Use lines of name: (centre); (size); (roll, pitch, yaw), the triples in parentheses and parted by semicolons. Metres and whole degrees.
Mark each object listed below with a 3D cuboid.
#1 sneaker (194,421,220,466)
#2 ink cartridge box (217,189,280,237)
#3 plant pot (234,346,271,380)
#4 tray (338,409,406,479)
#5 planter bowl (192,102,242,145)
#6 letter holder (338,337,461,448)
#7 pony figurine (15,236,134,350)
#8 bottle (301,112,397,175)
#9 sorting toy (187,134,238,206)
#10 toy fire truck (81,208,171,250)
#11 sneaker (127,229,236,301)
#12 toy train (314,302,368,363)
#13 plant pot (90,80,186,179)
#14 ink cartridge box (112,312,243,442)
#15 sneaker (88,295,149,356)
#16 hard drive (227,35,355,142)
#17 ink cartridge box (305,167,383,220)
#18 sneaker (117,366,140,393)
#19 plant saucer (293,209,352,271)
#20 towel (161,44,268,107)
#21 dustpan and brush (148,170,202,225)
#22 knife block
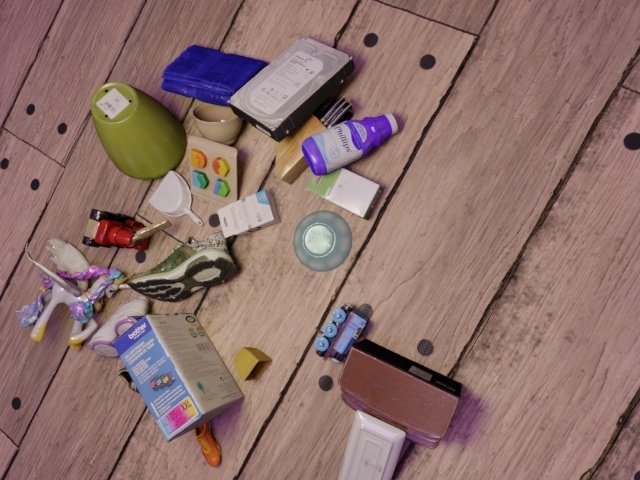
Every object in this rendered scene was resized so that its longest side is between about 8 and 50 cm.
sneaker: (-0.371, 0.637, 1.461); (0.064, 0.067, 0.175); (-27, 79, 12)
ink cartridge box: (-0.233, -0.081, 1.490); (0.180, 0.060, 0.104); (-20, 80, 15)
plant pot: (-0.220, 0.377, 1.434); (0.083, 0.081, 0.081); (39, 97, 28)
tray: (0.134, 0.611, 1.271); (0.145, 0.030, 0.270); (18, 112, 18)
planter bowl: (-0.332, -0.380, 1.510); (0.162, 0.109, 0.162); (1, 43, -1)
letter holder: (0.200, 0.437, 1.254); (0.302, 0.152, 0.214); (23, 94, 19)
pony figurine: (-0.875, 0.174, 1.592); (0.351, 0.303, 0.363); (38, 94, -15)
bottle: (0.089, -0.293, 1.354); (0.283, 0.092, 0.118); (-24, 81, -7)
sorting toy: (-0.359, -0.223, 1.512); (0.193, 0.038, 0.208); (21, 123, 19)
toy fire truck: (-0.621, -0.028, 1.538); (0.246, 0.217, 0.158); (18, 90, 8)
sneaker: (-0.458, 0.080, 1.535); (0.410, 0.158, 0.182); (-17, 49, 17)
toy train: (0.060, 0.277, 1.353); (0.105, 0.080, 0.184); (31, 94, 12)
plant pot: (-0.606, -0.372, 1.478); (0.274, 0.293, 0.275); (0, 79, -2)
ink cartridge box: (-0.441, 0.370, 1.403); (0.151, 0.270, 0.395); (-37, 75, 7)
sneaker: (-0.686, 0.302, 1.589); (0.305, 0.114, 0.152); (-35, 31, 27)
hard drive: (-0.089, -0.472, 1.399); (0.339, 0.064, 0.237); (-44, 58, -12)
ink cartridge box: (0.073, -0.156, 1.398); (0.209, 0.062, 0.109); (28, 93, 19)
sneaker: (-0.610, 0.496, 1.550); (0.188, 0.071, 0.066); (29, 94, 19)
plant saucer: (0.000, 0.000, 1.420); (0.195, 0.037, 0.195); (-2, 85, 17)
towel: (-0.356, -0.558, 1.527); (0.308, 0.076, 0.228); (20, 63, 18)
dustpan and brush: (-0.483, -0.122, 1.585); (0.211, 0.060, 0.147); (44, 101, 24)
knife block: (-0.013, -0.320, 1.428); (0.242, 0.088, 0.276); (0, 84, 19)
